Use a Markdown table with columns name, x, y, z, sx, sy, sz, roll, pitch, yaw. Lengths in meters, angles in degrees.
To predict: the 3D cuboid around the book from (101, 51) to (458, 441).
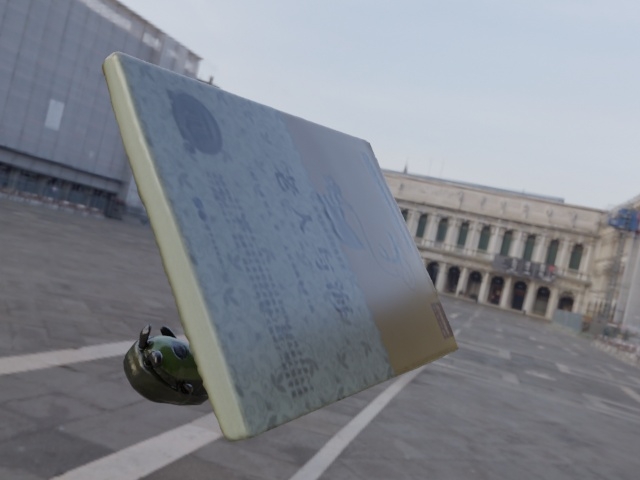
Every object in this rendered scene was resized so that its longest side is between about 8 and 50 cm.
| name | x | y | z | sx | sy | sz | roll | pitch | yaw |
| --- | --- | --- | --- | --- | --- | --- | --- | --- | --- |
| book | 0.000 | 0.000 | 0.559 | 0.032 | 0.269 | 0.389 | -28 | -13 | 26 |

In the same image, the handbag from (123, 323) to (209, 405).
| name | x | y | z | sx | sy | sz | roll | pitch | yaw |
| --- | --- | --- | --- | --- | --- | --- | --- | --- | --- |
| handbag | -0.128 | 0.116 | 0.578 | 0.111 | 0.047 | 0.072 | 36 | 16 | -50 |
